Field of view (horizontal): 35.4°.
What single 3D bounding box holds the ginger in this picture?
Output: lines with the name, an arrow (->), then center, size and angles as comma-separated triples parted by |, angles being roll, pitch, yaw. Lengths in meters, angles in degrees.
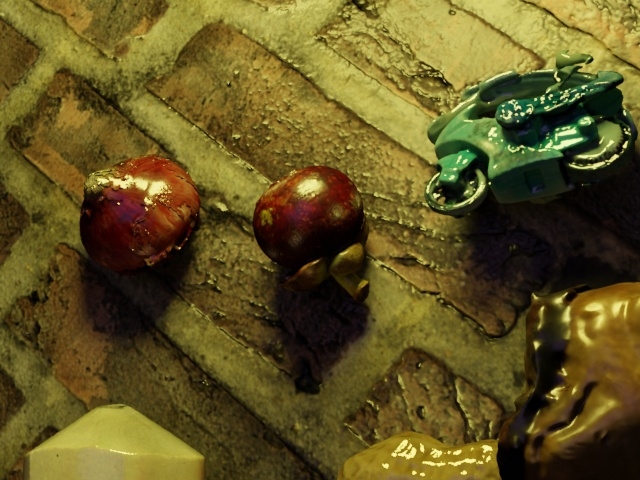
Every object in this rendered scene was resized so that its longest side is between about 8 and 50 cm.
ginger -> 0.326, 0.175, 1.077 | 0.223, 0.200, 0.269 | 4, 71, 25

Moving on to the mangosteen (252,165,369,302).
mangosteen -> -0.006, -0.006, 1.297 | 0.156, 0.181, 0.146 | -34, 22, -11

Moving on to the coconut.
coconut -> -0.249, 0.312, 1.229 | 0.241, 0.241, 0.241 | -5, 72, 17

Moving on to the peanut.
peanut -> 0.128, 0.277, 1.173 | 0.226, 0.095, 0.108 | -6, 69, 16

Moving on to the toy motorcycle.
toy motorcycle -> 0.251, -0.129, 1.237 | 0.260, 0.154, 0.206 | -14, 47, 18

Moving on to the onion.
onion -> -0.261, -0.043, 1.376 | 0.184, 0.147, 0.184 | -14, 59, 26
